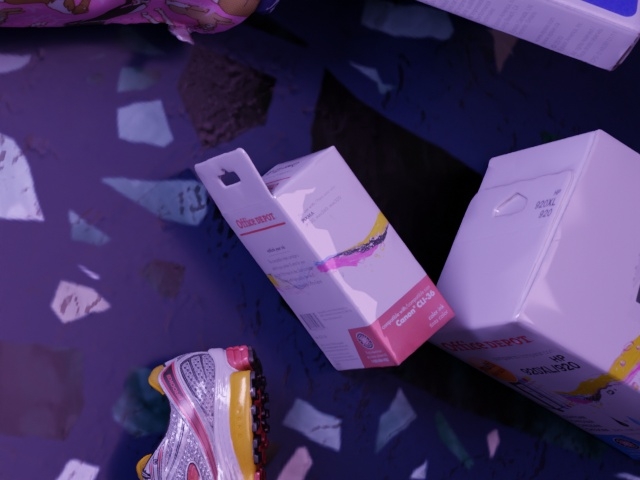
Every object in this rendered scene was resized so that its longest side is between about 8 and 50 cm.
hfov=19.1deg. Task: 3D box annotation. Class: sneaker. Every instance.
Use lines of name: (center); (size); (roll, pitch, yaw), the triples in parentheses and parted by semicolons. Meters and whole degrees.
sneaker: (-0.085, 0.191, 1.386); (0.092, 0.088, 0.225); (-3, 75, 7)

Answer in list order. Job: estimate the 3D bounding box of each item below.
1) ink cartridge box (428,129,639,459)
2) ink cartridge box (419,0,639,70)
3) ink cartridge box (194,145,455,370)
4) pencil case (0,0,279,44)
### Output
ink cartridge box: (0.231, 0.049, 1.492); (0.232, 0.171, 0.168); (30, 73, -18)
ink cartridge box: (0.107, -0.301, 1.433); (0.307, 0.072, 0.304); (19, 54, -8)
ink cartridge box: (0.000, 0.000, 1.424); (0.067, 0.115, 0.198); (-41, 101, -22)
pencil case: (-0.218, -0.221, 1.329); (0.386, 0.160, 0.167); (-3, 81, -25)
